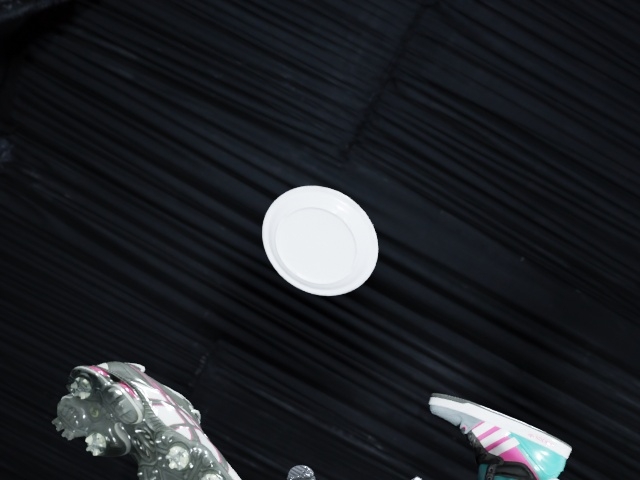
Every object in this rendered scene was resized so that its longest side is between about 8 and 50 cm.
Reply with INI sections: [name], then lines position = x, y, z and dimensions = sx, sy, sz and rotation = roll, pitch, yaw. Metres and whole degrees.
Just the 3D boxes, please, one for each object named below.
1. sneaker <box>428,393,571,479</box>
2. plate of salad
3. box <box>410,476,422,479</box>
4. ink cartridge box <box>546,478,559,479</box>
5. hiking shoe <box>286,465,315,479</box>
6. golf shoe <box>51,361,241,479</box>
[sneaker]
position = 0.334, 0.439, 1.338
dimensions = 0.178, 0.296, 0.124
rotation = -65, -32, -12
[plate of salad]
position = 0.000, 0.000, 1.094
dimensions = 0.200, 0.200, 0.048
rotation = -61, -4, 31
[box]
position = 0.220, 0.832, 1.324
dimensions = 0.472, 0.480, 0.297
rotation = -22, -47, -46
[ink cartridge box]
position = 0.370, 0.572, 1.079
dimensions = 0.279, 0.385, 0.160
rotation = -30, 31, 32
[hiking shoe]
position = -0.041, 0.628, 1.478
dimensions = 0.114, 0.086, 0.226
rotation = 113, 159, -65
[golf shoe]
position = -0.151, 0.221, 0.704
dimensions = 0.105, 0.273, 0.120
rotation = -54, -15, 16
